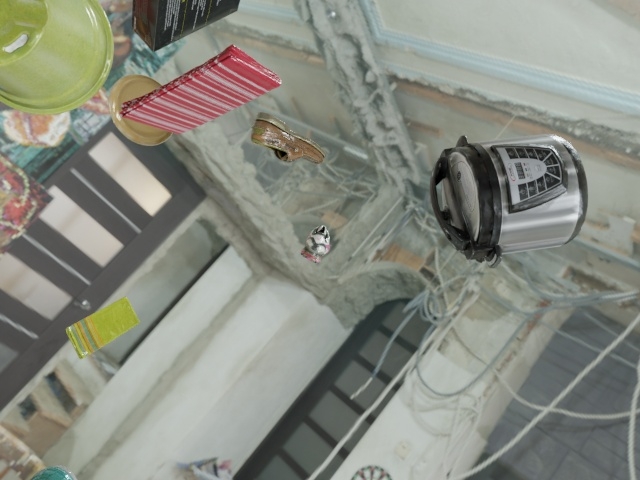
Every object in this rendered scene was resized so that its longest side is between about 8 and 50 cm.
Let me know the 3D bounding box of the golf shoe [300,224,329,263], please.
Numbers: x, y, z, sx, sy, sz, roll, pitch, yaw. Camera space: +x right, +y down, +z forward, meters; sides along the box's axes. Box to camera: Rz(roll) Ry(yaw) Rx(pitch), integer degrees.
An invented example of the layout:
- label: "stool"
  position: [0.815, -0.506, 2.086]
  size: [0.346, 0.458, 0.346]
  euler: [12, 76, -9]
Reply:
- label: "golf shoe"
  position: [0.000, 0.000, 1.495]
  size: [0.067, 0.086, 0.186]
  euler: [29, 12, -3]

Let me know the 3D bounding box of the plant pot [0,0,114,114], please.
- label: "plant pot"
  position: [-0.526, -0.368, 0.981]
  size: [0.276, 0.276, 0.254]
  euler: [43, 0, -11]

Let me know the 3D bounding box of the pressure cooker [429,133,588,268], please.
- label: "pressure cooker"
  position: [0.553, -0.129, 1.772]
  size: [0.370, 0.419, 0.376]
  euler: [-108, -167, -66]

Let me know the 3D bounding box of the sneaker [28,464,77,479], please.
- label: "sneaker"
  position: [-0.455, 0.473, 0.805]
  size: [0.108, 0.302, 0.121]
  euler: [26, -10, 8]

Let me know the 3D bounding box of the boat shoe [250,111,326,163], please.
- label: "boat shoe"
  position: [-0.113, -0.313, 1.910]
  size: [0.307, 0.105, 0.110]
  euler: [25, -10, -38]

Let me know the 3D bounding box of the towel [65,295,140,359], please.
- label: "towel"
  position: [-0.652, 0.259, 1.723]
  size: [0.021, 0.237, 0.102]
  euler: [-17, -80, 32]

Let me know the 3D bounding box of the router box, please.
- label: "router box"
  position: [-0.136, -0.300, 0.617]
  size: [0.046, 0.133, 0.179]
  euler: [49, -28, 3]

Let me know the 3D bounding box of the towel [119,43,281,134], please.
- label: "towel"
  position: [-0.232, -0.289, 1.131]
  size: [0.199, 0.274, 0.031]
  euler: [4, 68, -67]

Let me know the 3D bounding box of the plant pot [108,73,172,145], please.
- label: "plant pot"
  position: [-0.579, -0.430, 1.872]
  size: [0.236, 0.236, 0.032]
  euler: [44, 27, -14]
